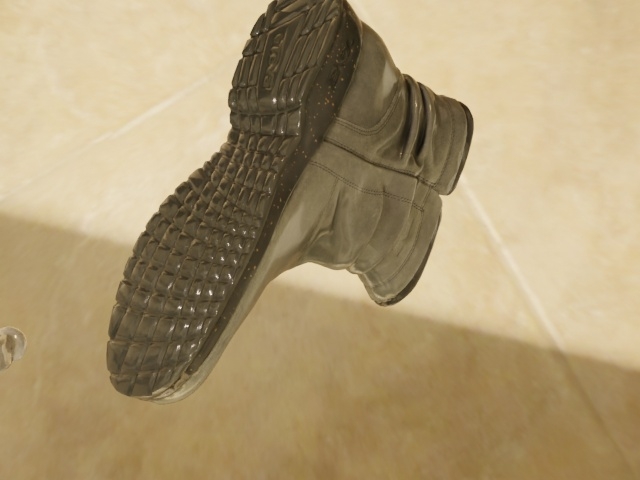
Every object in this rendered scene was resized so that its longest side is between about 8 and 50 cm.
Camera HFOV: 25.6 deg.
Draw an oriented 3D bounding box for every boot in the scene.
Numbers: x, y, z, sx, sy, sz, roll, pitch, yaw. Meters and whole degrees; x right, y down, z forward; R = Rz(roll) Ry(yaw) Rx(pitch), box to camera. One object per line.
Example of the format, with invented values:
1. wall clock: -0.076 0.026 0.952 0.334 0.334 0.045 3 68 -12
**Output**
1. boot: 0.000 0.000 0.764 0.161 0.083 0.246 38 73 -41

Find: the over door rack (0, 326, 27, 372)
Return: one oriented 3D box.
1. over door rack: -0.288 0.064 0.754 0.324 0.108 0.239 -6 99 26
